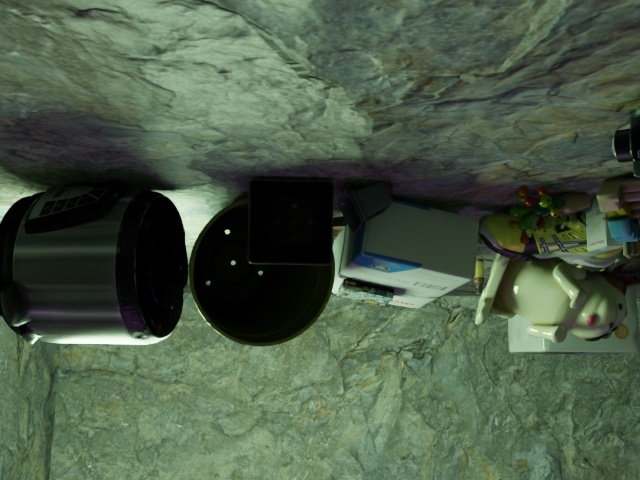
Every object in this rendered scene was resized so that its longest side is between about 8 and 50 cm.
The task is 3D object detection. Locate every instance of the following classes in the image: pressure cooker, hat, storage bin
[{"bbox_3d":[-0.559,0.065,1.701,0.421,0.375,0.370,0,160,10],"label":"pressure cooker"},{"bbox_3d":[0.863,0.030,2.047,0.331,0.133,0.331,0,170,0],"label":"hat"},{"bbox_3d":[0.101,-0.087,1.651,0.091,0.098,0.135,-25,174,-12],"label":"storage bin"}]

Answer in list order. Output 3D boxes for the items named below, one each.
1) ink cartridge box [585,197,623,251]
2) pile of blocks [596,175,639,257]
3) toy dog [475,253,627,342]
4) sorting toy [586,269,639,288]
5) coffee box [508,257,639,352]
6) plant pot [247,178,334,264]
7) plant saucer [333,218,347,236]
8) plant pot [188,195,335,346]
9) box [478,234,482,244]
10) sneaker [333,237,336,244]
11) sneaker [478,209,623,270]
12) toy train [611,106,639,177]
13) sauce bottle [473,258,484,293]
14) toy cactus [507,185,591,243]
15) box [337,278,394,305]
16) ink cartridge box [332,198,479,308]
[{"bbox_3d":[0.671,-0.038,1.717,0.052,0.122,0.088,3,170,-9],"label":"ink cartridge box"},{"bbox_3d":[0.720,-0.045,1.605,0.113,0.148,0.362,-6,167,36],"label":"pile of blocks"},{"bbox_3d":[0.707,0.170,2.198,0.408,0.284,0.395,20,-169,11],"label":"toy dog"},{"bbox_3d":[0.967,0.085,2.306,0.348,0.047,0.196,-11,-151,3],"label":"sorting toy"},{"bbox_3d":[0.871,0.227,2.543,0.334,0.337,0.338,2,169,-4],"label":"coffee box"},{"bbox_3d":[-0.065,-0.042,1.675,0.188,0.187,0.167,1,-179,0],"label":"plant pot"},{"bbox_3d":[0.078,-0.036,2.067,0.169,0.029,0.168,1,169,0],"label":"plant saucer"},{"bbox_3d":[-0.196,0.069,1.923,0.367,0.366,0.353,5,180,-21],"label":"plant pot"},{"bbox_3d":[0.301,-0.009,2.086,0.324,0.063,0.067,-6,166,34],"label":"box"},{"bbox_3d":[0.000,0.000,2.172,0.081,0.080,0.211,-15,171,38],"label":"sneaker"},{"bbox_3d":[0.587,-0.032,1.838,0.385,0.145,0.147,6,138,-9],"label":"sneaker"},{"bbox_3d":[0.620,-0.156,1.082,0.334,0.142,0.190,-6,177,35],"label":"toy train"},{"bbox_3d":[0.572,0.131,2.637,0.042,0.128,0.042,2,172,0],"label":"sauce bottle"},{"bbox_3d":[0.529,-0.070,1.672,0.181,0.112,0.219,-9,160,4],"label":"toy cactus"},{"bbox_3d":[0.119,0.138,1.921,0.137,0.027,0.094,12,160,-4],"label":"box"},{"bbox_3d":[0.201,0.044,1.907,0.286,0.166,0.395,13,162,-9],"label":"ink cartridge box"}]
